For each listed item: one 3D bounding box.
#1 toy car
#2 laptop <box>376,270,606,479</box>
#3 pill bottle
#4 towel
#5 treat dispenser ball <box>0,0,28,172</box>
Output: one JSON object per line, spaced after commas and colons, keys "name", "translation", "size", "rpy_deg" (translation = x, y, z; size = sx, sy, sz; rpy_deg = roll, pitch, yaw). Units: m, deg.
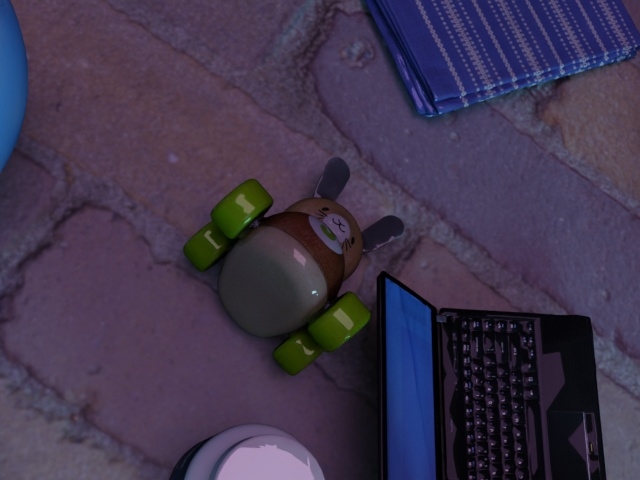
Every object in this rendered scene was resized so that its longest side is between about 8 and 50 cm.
{"name": "toy car", "translation": [0.000, 0.000, 0.746], "size": [0.155, 0.149, 0.188], "rpy_deg": [49, 54, 0]}
{"name": "laptop", "translation": [0.164, 0.162, 0.734], "size": [0.264, 0.136, 0.234], "rpy_deg": [4, 71, -9]}
{"name": "pill bottle", "translation": [-0.058, 0.199, 0.629], "size": [0.108, 0.180, 0.108], "rpy_deg": [6, 71, -16]}
{"name": "towel", "translation": [0.210, -0.286, 0.962], "size": [0.336, 0.040, 0.243], "rpy_deg": [-19, 77, -24]}
{"name": "treat dispenser ball", "translation": [-0.365, -0.126, 0.583], "size": [0.288, 0.288, 0.288], "rpy_deg": [5, 71, -16]}
